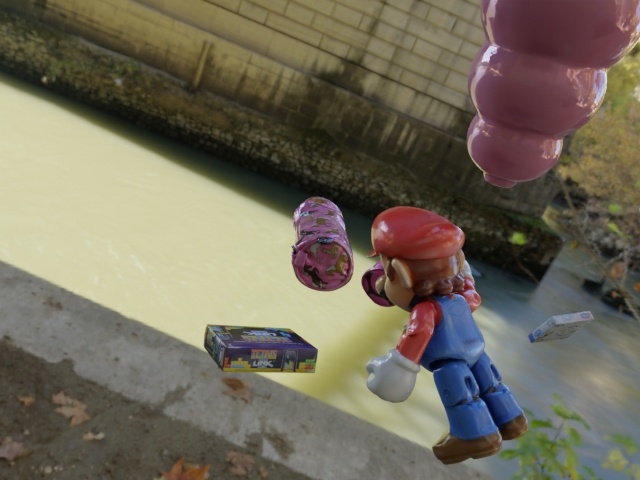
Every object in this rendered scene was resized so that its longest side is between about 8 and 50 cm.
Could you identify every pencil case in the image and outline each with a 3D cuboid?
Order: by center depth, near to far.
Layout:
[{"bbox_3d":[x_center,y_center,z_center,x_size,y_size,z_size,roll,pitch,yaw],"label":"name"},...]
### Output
[{"bbox_3d":[0.168,0.039,1.045,0.098,0.095,0.209,-8,21,45],"label":"pencil case"},{"bbox_3d":[0.000,0.000,1.632,0.160,0.167,0.386,-20,20,6],"label":"pencil case"}]

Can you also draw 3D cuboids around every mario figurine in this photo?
[{"bbox_3d":[0.137,0.110,0.743,0.198,0.170,0.320,31,40,-73],"label":"mario figurine"}]

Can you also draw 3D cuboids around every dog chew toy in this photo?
[{"bbox_3d":[0.292,-0.230,0.764,0.207,0.331,0.206,11,25,-5],"label":"dog chew toy"}]

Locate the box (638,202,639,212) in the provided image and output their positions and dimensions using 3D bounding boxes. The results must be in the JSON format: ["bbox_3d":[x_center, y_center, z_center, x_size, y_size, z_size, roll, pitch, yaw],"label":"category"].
[{"bbox_3d":[0.679,0.000,1.033,0.145,0.038,0.186,-5,58,11],"label":"box"}]

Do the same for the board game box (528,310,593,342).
[{"bbox_3d":[0.470,0.170,1.120,0.090,0.090,0.020,-4,58,-19],"label":"board game box"}]

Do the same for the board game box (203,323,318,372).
[{"bbox_3d":[-0.110,0.193,1.027,0.170,0.048,0.141,7,3,-26],"label":"board game box"}]
